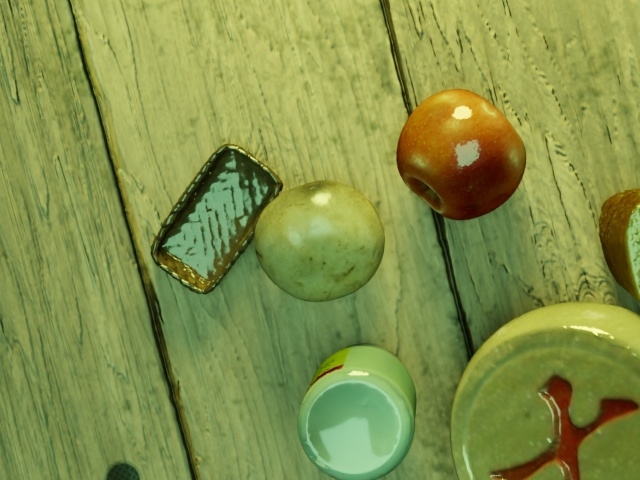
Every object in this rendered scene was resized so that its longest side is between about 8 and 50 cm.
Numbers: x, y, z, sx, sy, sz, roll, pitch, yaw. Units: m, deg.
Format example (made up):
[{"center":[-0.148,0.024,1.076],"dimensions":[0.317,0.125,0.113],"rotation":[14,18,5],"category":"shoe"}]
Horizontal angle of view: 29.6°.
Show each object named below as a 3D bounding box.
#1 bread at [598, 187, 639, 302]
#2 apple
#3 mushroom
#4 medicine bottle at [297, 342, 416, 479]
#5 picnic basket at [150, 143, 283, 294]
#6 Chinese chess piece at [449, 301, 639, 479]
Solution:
[{"center":[0.402,0.003,1.479],"dimensions":[0.103,0.172,0.132],"rotation":[-12,95,6],"category":"bread"},{"center":[0.172,-0.103,1.500],"dimensions":[0.139,0.163,0.163],"rotation":[-44,90,0],"category":"apple"},{"center":[0.000,0.000,1.544],"dimensions":[0.166,0.127,0.166],"rotation":[1,118,2],"category":"mushroom"},{"center":[0.050,0.206,1.503],"dimensions":[0.139,0.225,0.139],"rotation":[1,96,6],"category":"medicine bottle"},{"center":[-0.134,-0.029,1.586],"dimensions":[0.110,0.055,0.193],"rotation":[36,97,0],"category":"picnic basket"},{"center":[0.325,0.241,1.476],"dimensions":[0.338,0.140,0.338],"rotation":[5,100,30],"category":"Chinese chess piece"}]
